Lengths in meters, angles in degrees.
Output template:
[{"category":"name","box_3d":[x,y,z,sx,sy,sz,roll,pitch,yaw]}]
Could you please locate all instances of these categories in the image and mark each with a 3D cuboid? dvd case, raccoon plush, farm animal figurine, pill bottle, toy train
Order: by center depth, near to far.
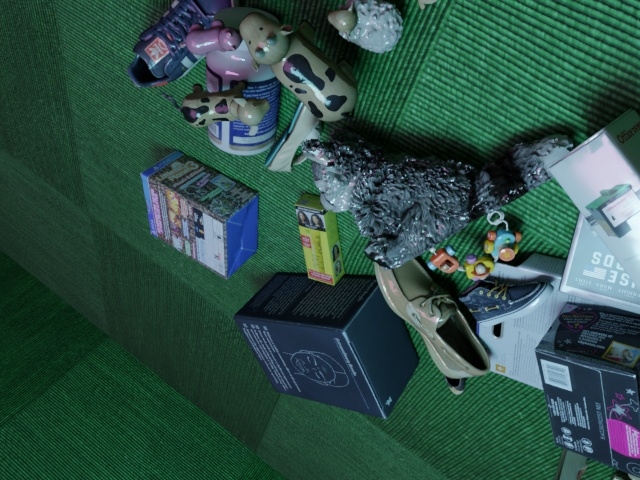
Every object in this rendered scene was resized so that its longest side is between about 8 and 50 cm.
[{"category":"dvd case","box_3d":[0.501,-0.001,0.799,0.179,0.029,0.238,16,114,29]},{"category":"farm animal figurine","box_3d":[-0.072,-0.290,0.835,0.327,0.172,0.330,22,124,-15]},{"category":"toy train","box_3d":[0.288,0.025,0.926,0.125,0.046,0.166,36,119,-26]},{"category":"raccoon plush","box_3d":[0.183,-0.152,0.933,0.446,0.216,0.299,-32,87,20]},{"category":"pill bottle","box_3d":[-0.156,-0.320,1.026,0.153,0.153,0.264,30,139,16]}]

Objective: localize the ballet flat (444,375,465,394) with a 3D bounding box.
[{"category":"ballet flat","box_3d":[0.329,0.331,1.274,0.057,0.049,0.173,6,128,37]}]

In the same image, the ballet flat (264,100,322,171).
[{"category":"ballet flat","box_3d":[-0.042,-0.227,1.084,0.086,0.086,0.248,44,142,0]}]

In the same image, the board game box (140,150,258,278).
[{"category":"board game box","box_3d":[-0.330,-0.072,1.399,0.291,0.141,0.232,28,138,18]}]

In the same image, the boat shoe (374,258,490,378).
[{"category":"boat shoe","box_3d":[0.251,0.149,1.101,0.341,0.122,0.110,53,152,-3]}]

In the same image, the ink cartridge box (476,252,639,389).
[{"category":"ink cartridge box","box_3d":[0.484,0.182,1.001,0.330,0.071,0.324,17,133,33]}]

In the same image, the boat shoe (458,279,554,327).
[{"category":"boat shoe","box_3d":[0.344,0.104,0.954,0.083,0.065,0.183,45,142,-1]}]

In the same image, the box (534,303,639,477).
[{"category":"box","box_3d":[0.497,0.256,0.881,0.163,0.142,0.247,8,128,48]}]

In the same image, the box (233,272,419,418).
[{"category":"box","box_3d":[0.014,0.265,1.354,0.395,0.212,0.293,0,123,41]}]

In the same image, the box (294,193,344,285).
[{"category":"box","box_3d":[0.000,0.000,1.251,0.087,0.058,0.232,15,133,29]}]

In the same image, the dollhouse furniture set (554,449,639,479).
[{"category":"dollhouse furniture set","box_3d":[0.660,0.572,1.123,0.242,0.161,0.212,20,135,26]}]

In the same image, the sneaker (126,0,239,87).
[{"category":"sneaker","box_3d":[-0.301,-0.426,1.058,0.131,0.148,0.350,51,140,-9]}]

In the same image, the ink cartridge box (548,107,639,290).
[{"category":"ink cartridge box","box_3d":[0.441,-0.058,0.697,0.219,0.160,0.092,56,138,7]}]

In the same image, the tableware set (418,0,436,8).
[{"category":"tableware set","box_3d":[0.174,-0.440,0.750,0.169,0.020,0.141,-10,115,46]}]
